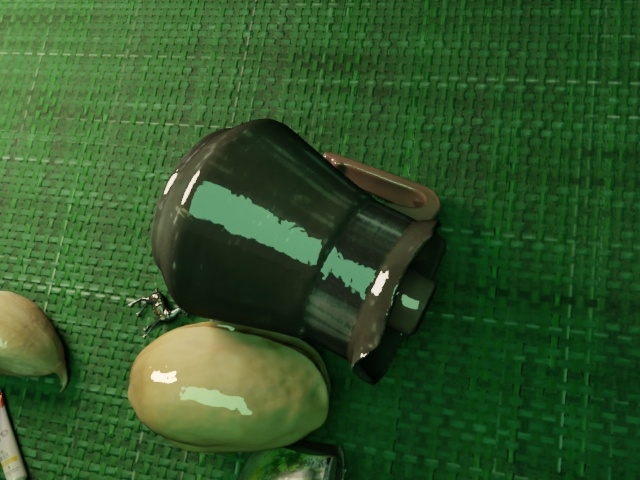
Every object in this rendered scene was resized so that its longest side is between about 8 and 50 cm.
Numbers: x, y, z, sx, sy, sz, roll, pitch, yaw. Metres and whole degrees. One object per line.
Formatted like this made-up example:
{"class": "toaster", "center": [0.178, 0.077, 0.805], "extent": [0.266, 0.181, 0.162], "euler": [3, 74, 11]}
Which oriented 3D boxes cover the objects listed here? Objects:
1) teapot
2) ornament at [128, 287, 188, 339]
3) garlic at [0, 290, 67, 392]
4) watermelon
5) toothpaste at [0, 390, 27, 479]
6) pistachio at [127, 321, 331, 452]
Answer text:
{"class": "teapot", "center": [0.000, 0.000, 0.825], "extent": [0.362, 0.305, 0.376], "euler": [27, 46, 17]}
{"class": "ornament", "center": [-0.263, 0.110, 0.981], "extent": [0.125, 0.028, 0.073], "euler": [-31, 73, 7]}
{"class": "garlic", "center": [-0.558, 0.174, 0.996], "extent": [0.245, 0.145, 0.164], "euler": [9, 111, 14]}
{"class": "watermelon", "center": [-0.038, 0.446, 0.798], "extent": [0.224, 0.180, 0.305], "euler": [-11, 74, 56]}
{"class": "toothpaste", "center": [-0.545, 0.353, 0.989], "extent": [0.048, 0.031, 0.190], "euler": [-35, 69, 7]}
{"class": "pistachio", "center": [-0.135, 0.214, 0.844], "extent": [0.299, 0.187, 0.187], "euler": [-2, 76, 3]}
